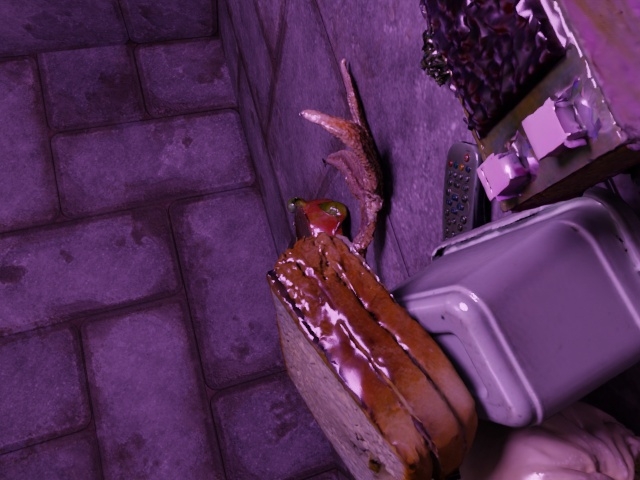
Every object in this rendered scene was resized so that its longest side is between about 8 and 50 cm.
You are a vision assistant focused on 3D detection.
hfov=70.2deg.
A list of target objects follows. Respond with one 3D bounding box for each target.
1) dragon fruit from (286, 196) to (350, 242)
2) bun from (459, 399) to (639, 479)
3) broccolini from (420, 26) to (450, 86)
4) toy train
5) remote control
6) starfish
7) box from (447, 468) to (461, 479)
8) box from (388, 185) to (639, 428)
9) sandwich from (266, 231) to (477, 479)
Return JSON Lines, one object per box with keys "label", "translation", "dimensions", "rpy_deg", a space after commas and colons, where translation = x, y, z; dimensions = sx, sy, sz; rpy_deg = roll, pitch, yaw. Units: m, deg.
{"label": "dragon fruit", "translation": [0.000, 0.000, 1.250], "dimensions": [0.268, 0.130, 0.294], "rpy_deg": [115, 140, -67]}
{"label": "bun", "translation": [0.250, 0.245, 0.424], "dimensions": [0.145, 0.230, 0.229], "rpy_deg": [-48, 43, 21]}
{"label": "broccolini", "translation": [0.185, -0.201, 0.546], "dimensions": [0.071, 0.057, 0.254], "rpy_deg": [35, -162, -35]}
{"label": "toy train", "translation": [0.190, -0.149, 0.323], "dimensions": [0.134, 0.178, 0.260], "rpy_deg": [123, 133, -71]}
{"label": "remote control", "translation": [0.204, -0.028, 0.642], "dimensions": [0.072, 0.042, 0.221], "rpy_deg": [-136, 37, -61]}
{"label": "starfish", "translation": [0.056, -0.134, 0.948], "dimensions": [0.398, 0.132, 0.383], "rpy_deg": [74, 180, -53]}
{"label": "box", "translation": [0.213, 0.268, 0.675], "dimensions": [0.151, 0.151, 0.135], "rpy_deg": [96, 165, -51]}
{"label": "box", "translation": [0.172, 0.087, 0.495], "dimensions": [0.175, 0.183, 0.312], "rpy_deg": [63, 161, 5]}
{"label": "sandwich", "translation": [0.045, 0.160, 0.495], "dimensions": [0.249, 0.095, 0.273], "rpy_deg": [50, 157, 35]}
